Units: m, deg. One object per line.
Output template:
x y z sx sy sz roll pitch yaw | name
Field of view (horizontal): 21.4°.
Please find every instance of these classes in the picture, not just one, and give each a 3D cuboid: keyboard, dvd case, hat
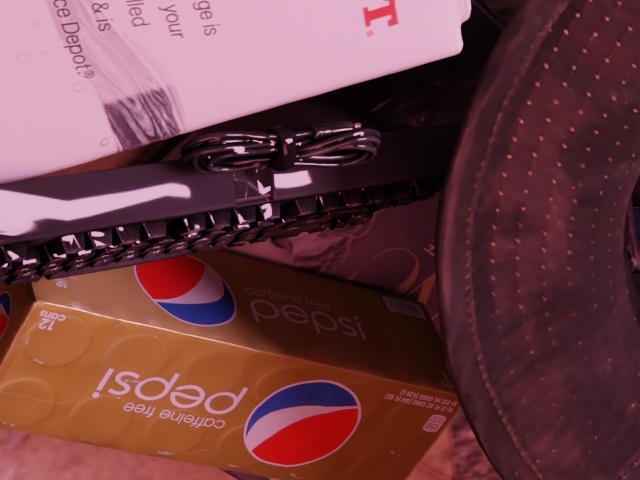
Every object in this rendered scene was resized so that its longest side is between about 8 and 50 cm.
-0.032 -0.012 0.545 0.180 0.023 0.108 -11 167 -35 | keyboard
0.000 0.000 0.660 0.221 0.018 0.164 -40 132 16 | dvd case
0.174 -0.017 0.623 0.331 0.134 0.331 -6 110 -16 | hat

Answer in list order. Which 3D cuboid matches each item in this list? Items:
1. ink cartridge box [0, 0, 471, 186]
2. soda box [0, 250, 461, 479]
-0.091 -0.111 0.470 0.237 0.100 0.172 -17 135 -5 | ink cartridge box
-0.040 0.044 0.631 0.181 0.058 0.061 15 123 -29 | soda box
